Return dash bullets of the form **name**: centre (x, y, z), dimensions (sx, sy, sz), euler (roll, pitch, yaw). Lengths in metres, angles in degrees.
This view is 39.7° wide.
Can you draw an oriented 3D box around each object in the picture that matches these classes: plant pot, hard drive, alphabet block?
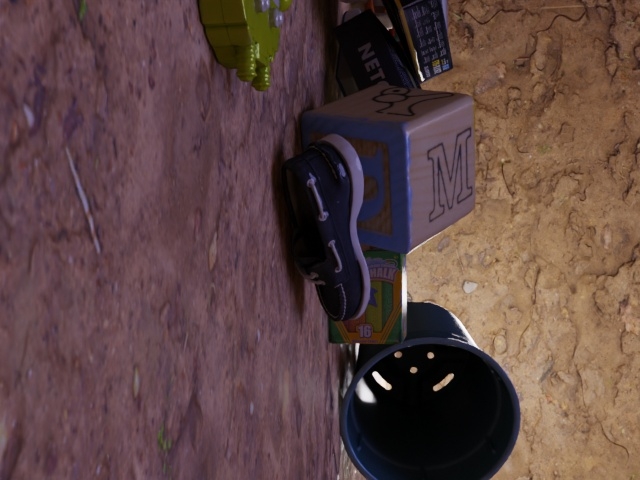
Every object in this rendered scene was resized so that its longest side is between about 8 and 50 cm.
- **plant pot**: centre (0.208, 0.297, 1.822), dimensions (0.334, 0.340, 0.341), euler (-87, 174, -75)
- **hard drive**: centre (0.107, -0.281, 1.814), dimensions (0.319, 0.040, 0.210), euler (61, 27, -46)
- **alphabet block**: centre (0.106, -0.115, 1.333), dimensions (0.197, 0.192, 0.194), euler (-29, 125, -45)

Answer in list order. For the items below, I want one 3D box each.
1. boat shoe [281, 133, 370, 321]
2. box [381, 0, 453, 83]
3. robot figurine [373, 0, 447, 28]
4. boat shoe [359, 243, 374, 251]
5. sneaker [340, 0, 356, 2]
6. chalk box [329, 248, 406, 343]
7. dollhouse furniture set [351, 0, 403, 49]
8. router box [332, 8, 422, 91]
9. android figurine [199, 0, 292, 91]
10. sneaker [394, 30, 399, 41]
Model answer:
- **boat shoe**: centre (0.000, 0.000, 1.200), dimensions (0.114, 0.091, 0.303), euler (34, -38, 44)
- **box**: centre (0.139, -0.451, 1.540), dimensions (0.322, 0.079, 0.257), euler (42, 27, -74)
- **robot figurine**: centre (0.229, -0.581, 2.295), dimensions (0.300, 0.199, 0.354), euler (-37, 140, -26)
- **boat shoe**: centre (0.077, -0.101, 1.571), dimensions (0.123, 0.119, 0.324), euler (78, 15, -51)
- **sneaker**: centre (0.018, -0.500, 1.421), dimensions (0.217, 0.079, 0.121), euler (73, 4, -47)
- **chalk box**: centre (0.086, 0.073, 1.590), dimensions (0.132, 0.132, 0.213), euler (-1, 90, -81)
- **dollhouse furniture set**: centre (0.150, -0.517, 2.007), dimensions (0.259, 0.135, 0.262), euler (76, 16, -55)
- **router box**: centre (0.147, -0.232, 1.601), dimensions (0.309, 0.081, 0.243), euler (69, 16, 15)
- **android figurine**: centre (-0.073, -0.286, 0.864), dimensions (0.248, 0.056, 0.273), euler (7, 81, -81)
- **sneaker**: centre (0.209, -0.510, 2.183), dimensions (0.098, 0.223, 0.083), euler (6, 45, -57)
